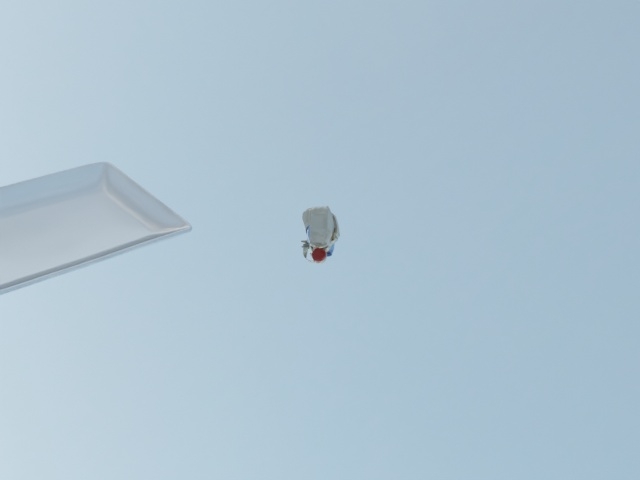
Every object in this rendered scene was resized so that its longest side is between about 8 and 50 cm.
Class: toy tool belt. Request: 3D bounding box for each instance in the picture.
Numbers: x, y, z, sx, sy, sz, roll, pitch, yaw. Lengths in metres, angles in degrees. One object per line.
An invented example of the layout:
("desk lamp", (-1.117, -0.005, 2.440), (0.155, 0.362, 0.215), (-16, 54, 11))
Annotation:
("toy tool belt", (0.000, 0.000, 1.760), (0.051, 0.052, 0.083), (81, 7, -62))

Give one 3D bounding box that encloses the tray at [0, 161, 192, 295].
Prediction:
("tray", (-0.269, -0.008, 1.348), (0.145, 0.270, 0.030), (35, -56, 28))
